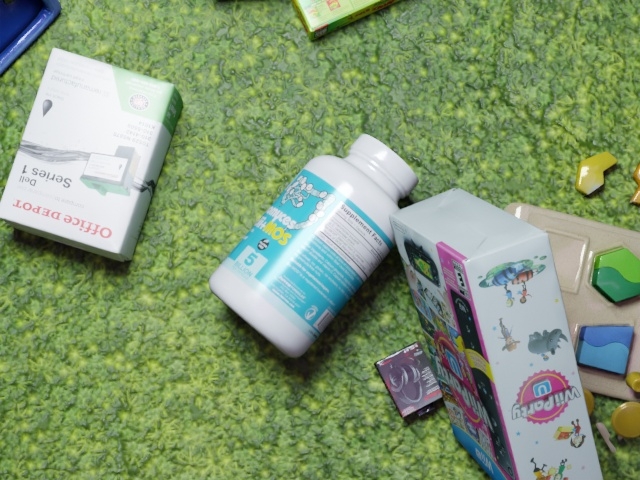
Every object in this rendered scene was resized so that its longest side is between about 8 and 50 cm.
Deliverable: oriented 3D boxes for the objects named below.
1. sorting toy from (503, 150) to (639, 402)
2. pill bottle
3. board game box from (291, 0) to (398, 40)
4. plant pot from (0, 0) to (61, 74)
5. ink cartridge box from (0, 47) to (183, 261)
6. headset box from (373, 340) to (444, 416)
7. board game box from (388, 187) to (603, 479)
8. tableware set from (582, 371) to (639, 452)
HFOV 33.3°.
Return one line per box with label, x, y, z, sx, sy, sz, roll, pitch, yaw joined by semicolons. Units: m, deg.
sorting toy;0.333;0.030;1.341;0.229;0.041;0.307;13;84;0
pill bottle;0.000;0.000;1.282;0.146;0.146;0.264;40;84;2
board game box;0.050;-0.338;1.368;0.181;0.043;0.092;-25;85;-4
plant pot;-0.482;-0.299;1.258;0.212;0.236;0.236;44;85;8
ink cartridge box;-0.280;-0.101;1.309;0.160;0.092;0.219;16;84;0
headset box;0.112;0.175;1.324;0.062;0.032;0.083;-26;84;-4
board game box;0.191;0.116;1.180;0.097;0.224;0.303;-21;109;-9
tableware set;0.336;0.216;1.318;0.154;0.024;0.104;-32;100;8
